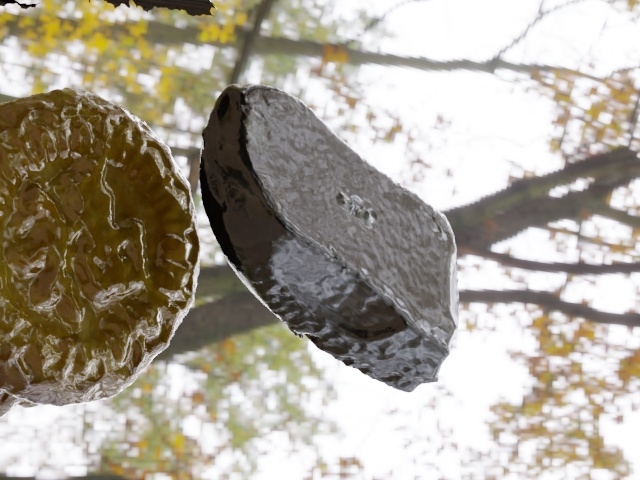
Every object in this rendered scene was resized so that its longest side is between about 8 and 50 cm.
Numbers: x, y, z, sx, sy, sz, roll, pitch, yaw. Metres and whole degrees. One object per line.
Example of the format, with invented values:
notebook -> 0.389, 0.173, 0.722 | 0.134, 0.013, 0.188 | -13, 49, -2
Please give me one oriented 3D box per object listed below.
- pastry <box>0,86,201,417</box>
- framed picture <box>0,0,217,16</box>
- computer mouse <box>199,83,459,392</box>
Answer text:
pastry -> -0.166, 0.007, 0.863 | 0.103, 0.189, 0.188 | -7, -101, 49
framed picture -> -0.132, -0.085, 0.250 | 0.199, 0.195, 0.010 | 10, -100, 13
computer mouse -> 0.000, 0.000, 0.858 | 0.073, 0.217, 0.122 | -28, -142, 35
